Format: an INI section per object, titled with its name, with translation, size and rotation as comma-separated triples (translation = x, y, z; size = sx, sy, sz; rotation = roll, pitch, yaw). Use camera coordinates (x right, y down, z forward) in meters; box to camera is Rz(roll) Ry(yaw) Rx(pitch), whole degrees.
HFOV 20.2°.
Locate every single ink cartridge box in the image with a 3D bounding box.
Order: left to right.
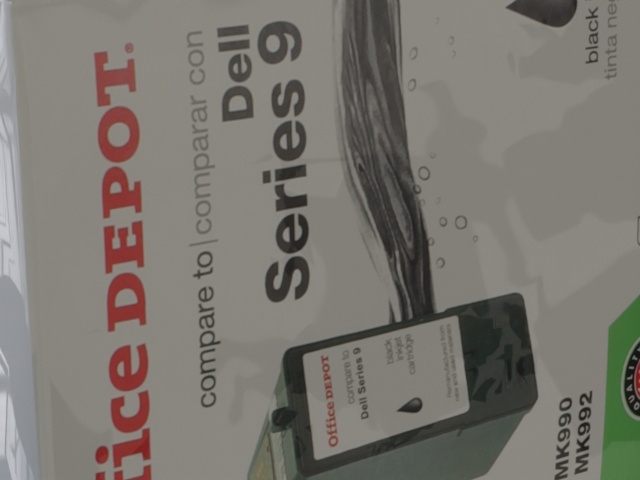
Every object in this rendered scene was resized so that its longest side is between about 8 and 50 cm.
[ink cartridge box]
translation = 0.000, 0.000, 0.607
size = 0.289, 0.121, 0.211
rotation = -12, -72, -35
